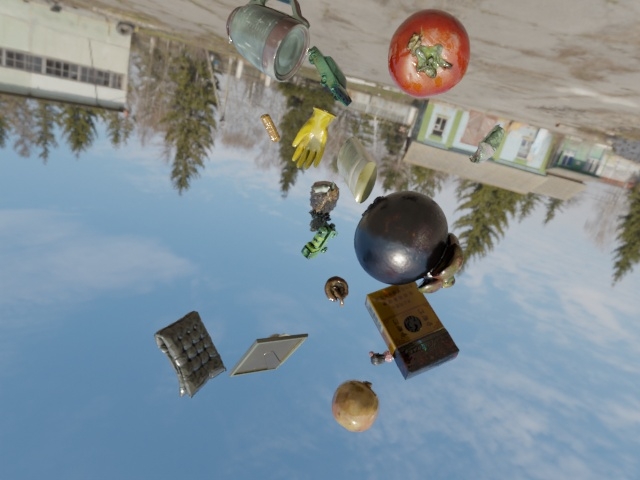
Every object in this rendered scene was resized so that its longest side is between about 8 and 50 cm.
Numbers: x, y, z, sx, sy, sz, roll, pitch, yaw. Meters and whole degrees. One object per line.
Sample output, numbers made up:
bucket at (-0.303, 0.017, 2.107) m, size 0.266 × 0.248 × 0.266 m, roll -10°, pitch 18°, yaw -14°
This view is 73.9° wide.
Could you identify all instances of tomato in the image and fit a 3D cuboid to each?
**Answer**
tomato at (0.415, -0.722, 1.654) m, size 0.321 × 0.322 × 0.321 m, roll 13°, pitch -162°, yaw -4°

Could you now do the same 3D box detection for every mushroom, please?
mushroom at (0.092, 0.278, 2.298) m, size 0.135 × 0.080 × 0.171 m, roll -14°, pitch -113°, yaw -5°

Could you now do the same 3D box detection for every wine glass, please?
wine glass at (0.014, -0.209, 1.669) m, size 0.083 × 0.042 × 0.039 m, roll -2°, pitch 164°, yaw 37°

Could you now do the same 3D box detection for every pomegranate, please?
pomegranate at (0.130, 0.616, 1.600) m, size 0.191 × 0.192 × 0.191 m, roll 13°, pitch -162°, yaw -4°

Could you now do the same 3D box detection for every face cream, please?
face cream at (0.151, -0.305, 1.785) m, size 0.081 × 0.174 × 0.349 m, roll 12°, pitch -152°, yaw -19°

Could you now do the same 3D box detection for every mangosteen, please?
mangosteen at (0.332, 0.025, 1.590) m, size 0.435 × 0.382 × 0.382 m, roll 48°, pitch -153°, yaw 10°

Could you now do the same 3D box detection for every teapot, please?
teapot at (-0.208, -0.845, 1.689) m, size 0.312 × 0.315 × 0.233 m, roll 35°, pitch 178°, yaw 12°

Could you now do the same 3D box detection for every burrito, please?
burrito at (0.771, -0.433, 1.963) m, size 0.089 × 0.144 × 0.229 m, roll 35°, pitch -125°, yaw 12°

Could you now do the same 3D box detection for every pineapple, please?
pineapple at (0.007, -0.161, 2.191) m, size 0.157 × 0.279 × 0.158 m, roll 9°, pitch -156°, yaw -4°

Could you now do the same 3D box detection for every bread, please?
bread at (-0.253, -0.568, 2.153) m, size 0.052 × 0.157 × 0.044 m, roll -29°, pitch -145°, yaw -4°

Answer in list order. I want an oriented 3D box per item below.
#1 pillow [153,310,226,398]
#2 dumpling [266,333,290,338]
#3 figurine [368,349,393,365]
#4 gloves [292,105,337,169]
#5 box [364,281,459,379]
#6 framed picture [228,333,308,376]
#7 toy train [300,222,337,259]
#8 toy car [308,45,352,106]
pillow at (-0.582, 0.506, 1.908) m, size 0.101 × 0.327 × 0.228 m, roll -16°, pitch -170°, yaw 38°
dumpling at (-0.228, 0.513, 2.090) m, size 0.187 × 0.108 × 0.127 m, roll -23°, pitch 161°, yaw -2°
figurine at (0.298, 0.558, 2.041) m, size 0.129 × 0.072 × 0.054 m, roll -9°, pitch -170°, yaw -8°
gloves at (-0.035, -0.470, 1.998) m, size 0.133 × 0.295 × 0.116 m, roll 31°, pitch -165°, yaw 23°
box at (0.412, 0.399, 1.963) m, size 0.264 × 0.116 × 0.416 m, roll -17°, pitch -123°, yaw -14°
framed picture at (-0.196, 0.431, 1.590) m, size 0.211 × 0.290 × 0.020 m, roll 2°, pitch -129°, yaw -34°
toy train at (0.000, -0.001, 2.082) m, size 0.083 × 0.200 × 0.132 m, roll 43°, pitch -145°, yaw 20°
toy car at (0.046, -0.725, 1.863) m, size 0.141 × 0.097 × 0.321 m, roll 31°, pitch -150°, yaw -51°
